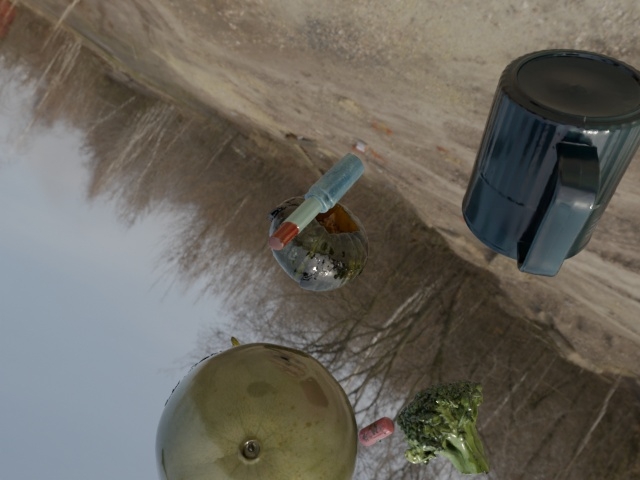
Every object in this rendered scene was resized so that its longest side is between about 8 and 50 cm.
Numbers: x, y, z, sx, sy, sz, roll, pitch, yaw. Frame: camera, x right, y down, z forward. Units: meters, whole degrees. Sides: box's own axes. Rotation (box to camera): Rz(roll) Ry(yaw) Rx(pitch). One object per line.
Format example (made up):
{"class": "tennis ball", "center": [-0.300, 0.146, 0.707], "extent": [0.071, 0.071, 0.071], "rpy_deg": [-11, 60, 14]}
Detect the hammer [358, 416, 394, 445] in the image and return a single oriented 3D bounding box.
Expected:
{"class": "hammer", "center": [0.122, 0.418, 1.039], "extent": [0.043, 0.083, 0.043], "rpy_deg": [46, -160, -22]}

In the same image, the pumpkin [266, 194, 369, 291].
{"class": "pumpkin", "center": [0.000, 0.000, 1.401], "extent": [0.321, 0.192, 0.320], "rpy_deg": [23, -146, -17]}

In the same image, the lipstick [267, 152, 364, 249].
{"class": "lipstick", "center": [-0.009, -0.080, 1.013], "extent": [0.068, 0.274, 0.061], "rpy_deg": [11, 141, 51]}

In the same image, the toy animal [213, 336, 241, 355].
{"class": "toy animal", "center": [-0.225, 0.341, 1.304], "extent": [0.155, 0.219, 0.095], "rpy_deg": [0, -156, -34]}

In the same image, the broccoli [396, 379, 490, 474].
{"class": "broccoli", "center": [0.350, 0.511, 1.290], "extent": [0.248, 0.288, 0.245], "rpy_deg": [99, 152, -70]}

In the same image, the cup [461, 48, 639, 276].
{"class": "cup", "center": [0.371, -0.127, 0.804], "extent": [0.242, 0.308, 0.292], "rpy_deg": [36, 149, 29]}

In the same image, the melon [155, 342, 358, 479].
{"class": "melon", "center": [-0.087, 0.274, 0.657], "extent": [0.269, 0.268, 0.330], "rpy_deg": [33, 164, 8]}
